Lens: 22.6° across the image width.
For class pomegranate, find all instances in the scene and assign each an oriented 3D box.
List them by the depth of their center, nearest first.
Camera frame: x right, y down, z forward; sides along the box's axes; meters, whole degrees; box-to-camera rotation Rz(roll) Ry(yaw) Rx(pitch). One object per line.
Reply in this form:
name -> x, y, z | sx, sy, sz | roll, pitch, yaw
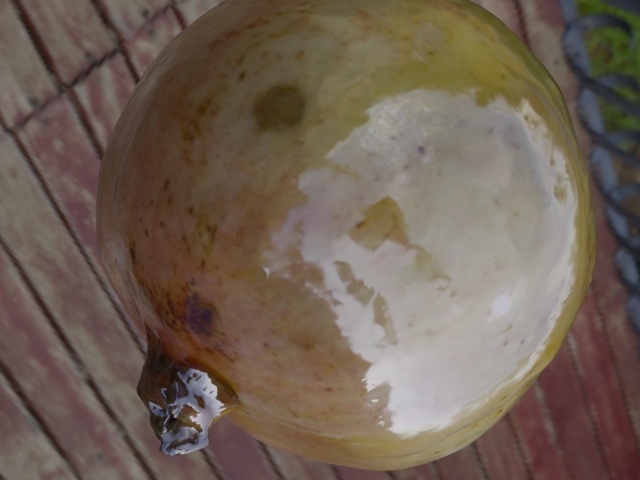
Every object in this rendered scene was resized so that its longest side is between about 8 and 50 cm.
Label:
pomegranate -> 0.000, 0.000, 1.004 | 0.338, 0.338, 0.338 | -23, 129, -31
